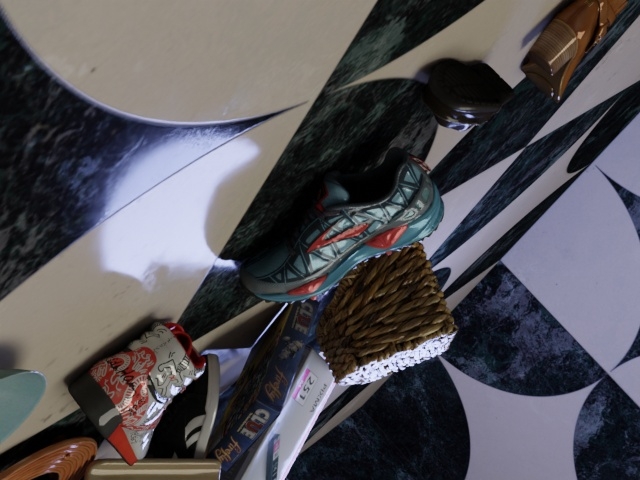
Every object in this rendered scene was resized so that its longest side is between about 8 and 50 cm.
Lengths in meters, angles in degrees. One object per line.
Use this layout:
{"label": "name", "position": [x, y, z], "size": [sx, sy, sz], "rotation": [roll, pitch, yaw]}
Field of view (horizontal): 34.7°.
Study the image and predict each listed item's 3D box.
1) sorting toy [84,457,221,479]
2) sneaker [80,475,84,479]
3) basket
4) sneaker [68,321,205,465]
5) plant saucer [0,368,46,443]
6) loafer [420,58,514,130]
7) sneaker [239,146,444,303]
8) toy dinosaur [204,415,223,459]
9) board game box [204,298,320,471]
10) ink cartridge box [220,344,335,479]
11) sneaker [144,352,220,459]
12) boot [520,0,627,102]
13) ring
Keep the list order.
{"label": "sorting toy", "position": [-0.267, 0.406, 1.359], "size": [0.307, 0.229, 0.041], "rotation": [10, 166, -39]}
{"label": "sneaker", "position": [-0.385, 0.412, 1.453], "size": [0.229, 0.086, 0.132], "rotation": [-48, 164, 28]}
{"label": "basket", "position": [0.083, 0.103, 1.680], "size": [0.213, 0.223, 0.299], "rotation": [-21, 168, -1]}
{"label": "sneaker", "position": [-0.201, 0.182, 1.219], "size": [0.145, 0.090, 0.270], "rotation": [-36, 164, -14]}
{"label": "plant saucer", "position": [-0.333, 0.168, 0.901], "size": [0.195, 0.037, 0.195], "rotation": [-40, 166, -12]}
{"label": "loafer", "position": [0.170, -0.160, 1.212], "size": [0.078, 0.080, 0.220], "rotation": [-48, 166, 24]}
{"label": "sneaker", "position": [0.011, -0.028, 1.207], "size": [0.262, 0.104, 0.125], "rotation": [-29, 129, -3]}
{"label": "toy dinosaur", "position": [-0.143, 0.407, 1.847], "size": [0.200, 0.296, 0.127], "rotation": [-7, -154, 15]}
{"label": "board game box", "position": [-0.083, 0.206, 1.523], "size": [0.165, 0.042, 0.243], "rotation": [-52, -170, 38]}
{"label": "ink cartridge box", "position": [-0.057, 0.330, 1.727], "size": [0.275, 0.060, 0.239], "rotation": [-61, 148, -14]}
{"label": "sneaker", "position": [-0.217, 0.258, 1.456], "size": [0.079, 0.121, 0.217], "rotation": [-118, -141, -68]}
{"label": "boot", "position": [0.355, -0.276, 1.410], "size": [0.152, 0.073, 0.197], "rotation": [-46, 170, 0]}
{"label": "ring", "position": [-0.419, 0.347, 1.254], "size": [0.336, 0.032, 0.336], "rotation": [-39, 166, -12]}
